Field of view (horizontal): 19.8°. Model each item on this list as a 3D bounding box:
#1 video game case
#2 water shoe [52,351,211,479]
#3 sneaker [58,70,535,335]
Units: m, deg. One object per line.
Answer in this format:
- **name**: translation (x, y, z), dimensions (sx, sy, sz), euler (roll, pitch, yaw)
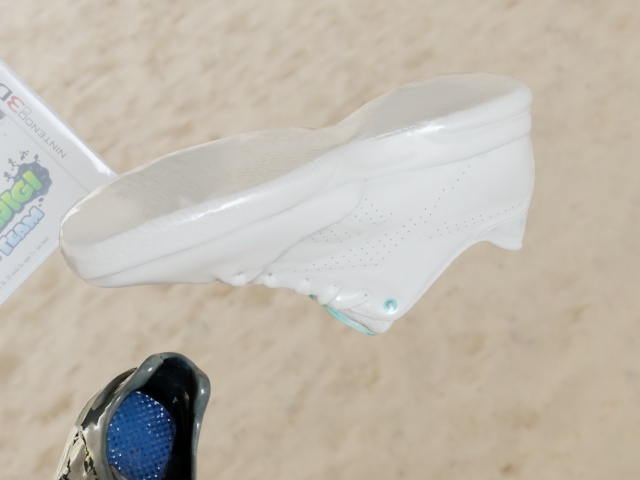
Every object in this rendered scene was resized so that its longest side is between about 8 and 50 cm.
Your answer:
- **video game case**: translation (-0.224, -0.031, 1.106), dimensions (0.157, 0.143, 0.019), euler (-46, 8, 0)
- **water shoe**: translation (-0.102, 0.141, 0.849), dimensions (0.080, 0.073, 0.203), euler (131, 154, -51)
- **sneaker**: translation (0.000, 0.000, 0.757), dimensions (0.212, 0.094, 0.080), euler (-16, 23, -21)
